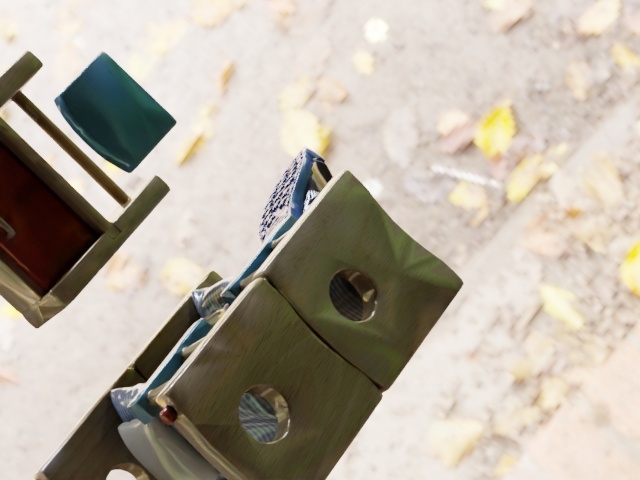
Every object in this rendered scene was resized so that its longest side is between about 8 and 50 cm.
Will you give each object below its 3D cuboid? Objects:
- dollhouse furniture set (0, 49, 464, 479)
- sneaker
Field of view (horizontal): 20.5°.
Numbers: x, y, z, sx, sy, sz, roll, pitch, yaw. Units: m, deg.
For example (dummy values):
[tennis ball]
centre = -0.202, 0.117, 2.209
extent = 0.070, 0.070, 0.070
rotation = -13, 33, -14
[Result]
[dollhouse furniture set]
centre = -0.073, 0.016, 0.677
extent = 0.129, 0.184, 0.129
rotation = -52, 10, -35
[sneaker]
centre = 0.000, 0.000, 1.575
extent = 0.081, 0.090, 0.232
rotation = -53, 17, 26
